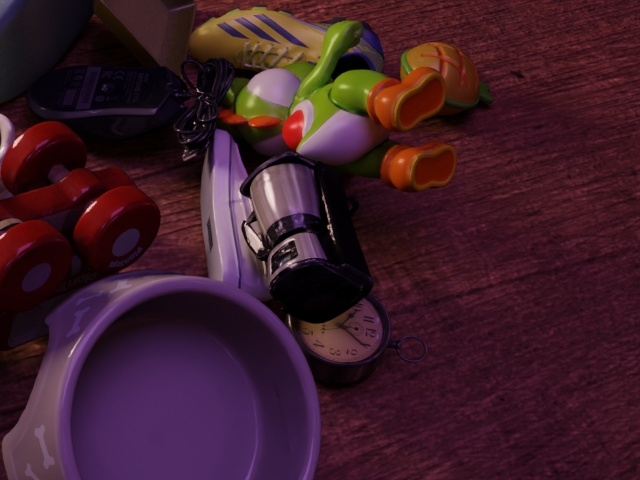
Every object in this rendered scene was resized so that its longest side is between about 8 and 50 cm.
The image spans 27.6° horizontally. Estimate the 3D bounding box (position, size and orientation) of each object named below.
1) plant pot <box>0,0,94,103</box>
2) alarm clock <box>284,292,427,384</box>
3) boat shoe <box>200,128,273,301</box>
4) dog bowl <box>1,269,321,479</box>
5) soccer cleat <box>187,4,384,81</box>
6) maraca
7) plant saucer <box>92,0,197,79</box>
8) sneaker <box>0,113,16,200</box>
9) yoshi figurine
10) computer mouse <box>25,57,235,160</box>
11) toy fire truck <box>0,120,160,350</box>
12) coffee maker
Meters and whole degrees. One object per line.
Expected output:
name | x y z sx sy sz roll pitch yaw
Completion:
plant pot | -0.463 -0.328 1.744 0.248 0.247 0.252 20 63 2
alarm clock | 0.038 0.120 1.614 0.192 0.064 0.129 12 50 -1
boat shoe | -0.105 -0.029 1.692 0.084 0.095 0.258 3 61 -17
dog bowl | -0.151 0.194 1.370 0.349 0.102 0.348 8 76 -33
soccer cleat | -0.046 -0.267 1.891 0.289 0.093 0.121 2 57 -13
maraca | 0.188 -0.239 1.928 0.186 0.099 0.127 -9 56 -53
plant saucer | -0.259 -0.335 1.867 0.045 0.188 0.188 -18 45 26
sneaker | -0.489 -0.063 1.559 0.114 0.152 0.305 41 49 13
yoshi figurine | 0.024 -0.174 1.738 0.362 0.203 0.203 14 78 40
computer mouse | -0.258 -0.172 1.750 0.272 0.072 0.188 3 44 8
toy fire truck | -0.330 0.030 1.440 0.169 0.253 0.302 39 40 24
coffee maker | 0.000 0.000 1.580 0.171 0.120 0.178 7 49 -28
